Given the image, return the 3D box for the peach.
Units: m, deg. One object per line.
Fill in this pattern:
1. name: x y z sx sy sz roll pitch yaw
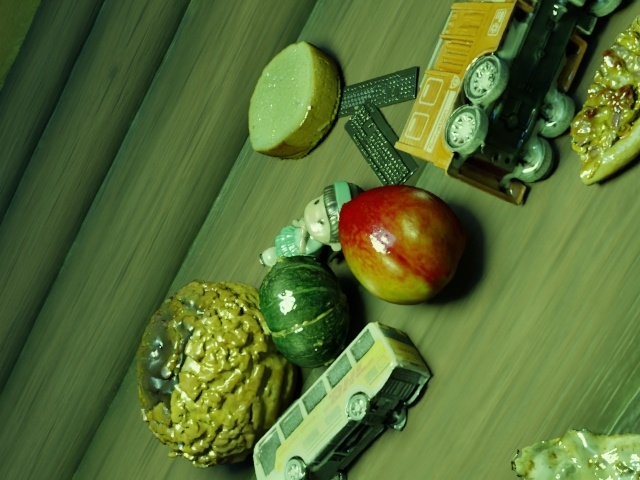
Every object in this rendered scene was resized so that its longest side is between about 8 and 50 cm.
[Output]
1. peach: 0.118 -0.002 1.203 0.197 0.197 0.197 -18 63 41

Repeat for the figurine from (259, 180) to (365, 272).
1. figurine: 0.000 0.000 1.391 0.245 0.110 0.138 -39 60 34

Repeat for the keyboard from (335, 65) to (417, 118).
1. keyboard: 0.098 -0.271 1.453 0.198 0.010 0.064 -6 73 45

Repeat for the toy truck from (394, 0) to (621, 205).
1. toy truck: 0.267 -0.270 1.162 0.207 0.173 0.388 32 102 56

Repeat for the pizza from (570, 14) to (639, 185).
1. pizza: 0.408 -0.191 1.069 0.127 0.058 0.246 38 101 47

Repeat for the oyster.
1. oyster: 0.364 0.287 0.933 0.294 0.094 0.166 10 64 57

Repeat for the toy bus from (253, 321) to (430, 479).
1. toy bus: 0.024 0.286 1.261 0.342 0.097 0.138 -49 44 21

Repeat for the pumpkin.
1. pumpkin: -0.026 0.117 1.310 0.146 0.190 0.190 -4 68 8

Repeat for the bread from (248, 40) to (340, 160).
1. bread: -0.055 -0.272 1.563 0.236 0.070 0.236 -22 60 43

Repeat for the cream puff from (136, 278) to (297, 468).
1. cream puff: -0.209 0.236 1.425 0.343 0.231 0.327 -44 52 26

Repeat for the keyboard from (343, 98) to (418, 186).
1. keyboard: 0.102 -0.168 1.404 0.074 0.015 0.196 -49 50 26
